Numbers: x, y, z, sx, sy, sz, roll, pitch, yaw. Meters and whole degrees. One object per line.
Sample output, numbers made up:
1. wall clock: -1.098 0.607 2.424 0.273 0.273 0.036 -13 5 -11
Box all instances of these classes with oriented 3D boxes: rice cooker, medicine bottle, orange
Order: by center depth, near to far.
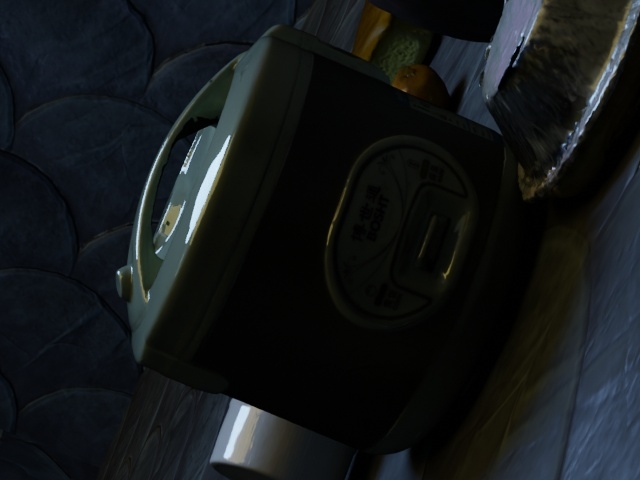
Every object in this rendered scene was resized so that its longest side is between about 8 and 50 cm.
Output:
1. rice cooker: -0.002 -0.001 1.519 0.288 0.277 0.288 -156 90 -82
2. medicine bottle: -0.003 0.107 1.737 0.139 0.139 0.237 136 156 -71
3. orange: 0.101 -0.138 2.003 0.086 0.062 0.086 -174 90 -83

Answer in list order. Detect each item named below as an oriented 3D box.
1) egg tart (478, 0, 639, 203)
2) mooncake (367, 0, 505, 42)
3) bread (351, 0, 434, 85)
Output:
1. egg tart: 0.174 -0.140 1.390 0.234 0.094 0.234 -160 90 -81
2. mooncake: 0.153 -0.323 1.831 0.306 0.154 0.306 -158 90 -81
3. bread: 0.104 -0.303 2.389 0.361 0.077 0.138 -76 12 -47
